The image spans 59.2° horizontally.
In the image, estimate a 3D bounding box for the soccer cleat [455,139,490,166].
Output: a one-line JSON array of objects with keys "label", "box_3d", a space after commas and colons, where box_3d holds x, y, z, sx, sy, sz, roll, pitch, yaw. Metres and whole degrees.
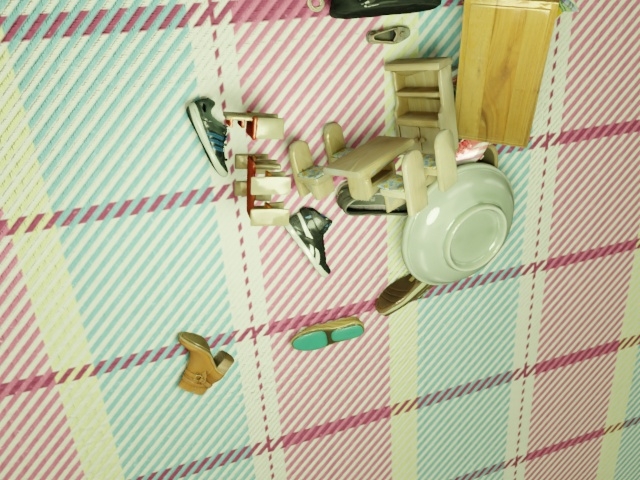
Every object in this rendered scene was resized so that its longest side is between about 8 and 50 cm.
[{"label": "soccer cleat", "box_3d": [0.388, -0.241, 1.624, 0.095, 0.083, 0.248, 26, 118, -35]}]

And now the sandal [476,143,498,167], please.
[{"label": "sandal", "box_3d": [0.512, -0.194, 1.710, 0.079, 0.088, 0.240, -39, 139, -35]}]

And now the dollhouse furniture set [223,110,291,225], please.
[{"label": "dollhouse furniture set", "box_3d": [-0.167, -0.178, 1.371, 0.135, 0.262, 0.259, -2, 111, -17]}]

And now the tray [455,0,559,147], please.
[{"label": "tray", "box_3d": [0.448, -0.419, 1.401, 0.203, 0.076, 0.411, 12, 144, 18]}]

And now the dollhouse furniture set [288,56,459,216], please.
[{"label": "dollhouse furniture set", "box_3d": [0.169, -0.277, 1.410, 0.394, 0.362, 0.256, -35, 124, -36]}]

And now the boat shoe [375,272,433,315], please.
[{"label": "boat shoe", "box_3d": [0.292, 0.158, 1.769, 0.257, 0.095, 0.095, -39, 124, -2]}]

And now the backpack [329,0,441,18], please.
[{"label": "backpack", "box_3d": [0.156, -0.719, 1.292, 0.290, 0.273, 0.355, -9, 103, -14]}]

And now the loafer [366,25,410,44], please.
[{"label": "loafer", "box_3d": [0.183, -0.535, 1.475, 0.125, 0.039, 0.045, -13, 114, -14]}]

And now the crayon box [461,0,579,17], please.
[{"label": "crayon box", "box_3d": [0.453, -0.617, 1.378, 0.083, 0.323, 0.203, -43, 118, 1]}]

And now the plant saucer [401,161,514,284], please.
[{"label": "plant saucer", "box_3d": [0.427, -0.023, 1.634, 0.400, 0.100, 0.400, -14, 124, -22]}]

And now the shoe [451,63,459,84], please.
[{"label": "shoe", "box_3d": [0.399, -0.452, 1.573, 0.178, 0.063, 0.081, -31, 113, -11]}]

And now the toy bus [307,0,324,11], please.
[{"label": "toy bus", "box_3d": [-0.046, -0.656, 1.307, 0.202, 0.104, 0.191, 11, 107, -23]}]

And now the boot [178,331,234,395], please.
[{"label": "boot", "box_3d": [-0.365, 0.362, 1.627, 0.197, 0.073, 0.152, 39, 99, -26]}]

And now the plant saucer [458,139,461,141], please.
[{"label": "plant saucer", "box_3d": [0.414, -0.320, 1.656, 0.119, 0.021, 0.119, -7, 113, -16]}]

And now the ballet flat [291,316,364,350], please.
[{"label": "ballet flat", "box_3d": [0.019, 0.285, 1.734, 0.232, 0.073, 0.080, -9, 118, -9]}]

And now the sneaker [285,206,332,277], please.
[{"label": "sneaker", "box_3d": [0.000, 0.000, 1.604, 0.121, 0.079, 0.217, -36, 117, -1]}]

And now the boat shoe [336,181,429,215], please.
[{"label": "boat shoe", "box_3d": [0.212, -0.111, 1.594, 0.335, 0.095, 0.112, -2, 125, -6]}]

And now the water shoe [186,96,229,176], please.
[{"label": "water shoe", "box_3d": [-0.260, -0.256, 1.411, 0.080, 0.073, 0.203, -27, 118, -10]}]
